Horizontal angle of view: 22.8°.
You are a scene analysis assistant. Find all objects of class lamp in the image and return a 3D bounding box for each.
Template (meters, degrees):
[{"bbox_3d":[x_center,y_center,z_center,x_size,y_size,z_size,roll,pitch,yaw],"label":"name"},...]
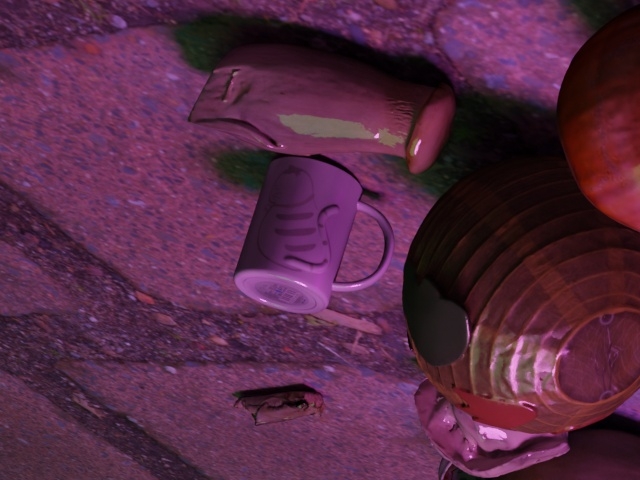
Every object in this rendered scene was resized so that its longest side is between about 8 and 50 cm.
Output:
[{"bbox_3d":[0.178,0.033,1.408,0.250,0.250,0.284,42,-175,-39],"label":"lamp"}]

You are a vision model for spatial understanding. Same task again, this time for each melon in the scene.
[{"bbox_3d":[0.314,0.353,1.895,0.308,0.271,0.272,-15,144,14],"label":"melon"}]

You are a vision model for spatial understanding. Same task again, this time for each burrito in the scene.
[{"bbox_3d":[-0.057,0.229,2.179,0.051,0.042,0.171,31,150,-29],"label":"burrito"}]

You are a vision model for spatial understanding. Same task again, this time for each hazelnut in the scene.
[{"bbox_3d":[0.275,-0.090,1.137,0.214,0.176,0.214,-7,162,-2],"label":"hazelnut"}]

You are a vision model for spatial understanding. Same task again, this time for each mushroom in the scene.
[{"bbox_3d":[-0.007,-0.118,1.380,0.247,0.096,0.108,7,127,18],"label":"mushroom"}]

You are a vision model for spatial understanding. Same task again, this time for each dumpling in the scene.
[{"bbox_3d":[0.204,0.210,1.844,0.199,0.136,0.118,-1,143,17],"label":"dumpling"}]

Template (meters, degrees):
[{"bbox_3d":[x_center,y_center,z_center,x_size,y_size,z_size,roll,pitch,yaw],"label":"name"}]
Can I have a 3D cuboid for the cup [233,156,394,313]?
[{"bbox_3d":[-0.007,-0.005,1.558,0.136,0.133,0.099,2,153,34],"label":"cup"}]

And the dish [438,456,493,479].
[{"bbox_3d":[0.204,0.265,2.028,0.141,0.078,0.141,-13,136,-14],"label":"dish"}]
